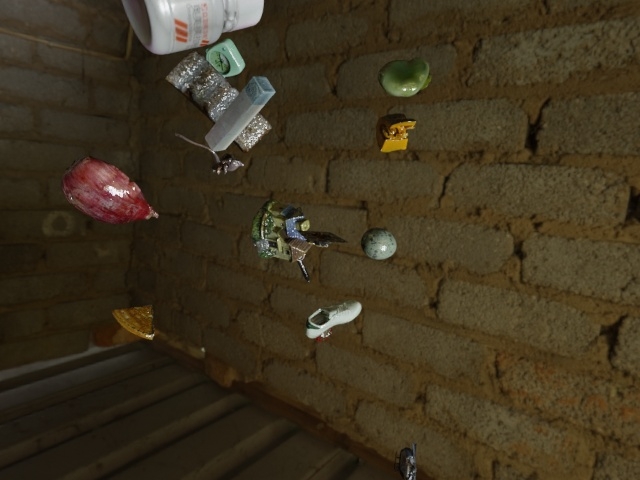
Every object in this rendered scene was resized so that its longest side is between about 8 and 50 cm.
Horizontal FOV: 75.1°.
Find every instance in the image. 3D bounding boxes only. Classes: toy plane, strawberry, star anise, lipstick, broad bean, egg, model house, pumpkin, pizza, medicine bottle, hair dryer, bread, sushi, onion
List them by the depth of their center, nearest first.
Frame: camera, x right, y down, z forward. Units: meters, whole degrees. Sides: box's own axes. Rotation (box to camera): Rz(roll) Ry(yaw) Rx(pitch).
[{"bbox_3d":[-0.342,-0.658,1.113,0.325,0.256,0.256,-27,-156,-28],"label":"medicine bottle"},{"bbox_3d":[-0.625,-0.117,1.242,0.283,0.120,0.227,34,146,-30],"label":"onion"},{"bbox_3d":[0.292,0.787,1.407,0.053,0.197,0.078,19,156,-25],"label":"toy plane"},{"bbox_3d":[-0.283,-0.428,1.431,0.317,0.066,0.068,-36,175,36],"label":"lipstick"},{"bbox_3d":[0.332,-0.638,1.639,0.228,0.169,0.100,-7,158,-10],"label":"broad bean"},{"bbox_3d":[-0.394,-0.540,1.646,0.416,0.165,0.113,42,179,-19],"label":"bread"},{"bbox_3d":[-0.730,0.303,1.658,0.185,0.036,0.176,33,-160,-17],"label":"pizza"},{"bbox_3d":[0.245,0.015,1.733,0.172,0.132,0.132,19,178,-40],"label":"egg"},{"bbox_3d":[-0.462,-0.389,1.764,0.219,0.227,0.148,-11,-138,15],"label":"star anise"},{"bbox_3d":[0.000,0.000,1.853,0.193,0.040,0.210,3,-167,-21],"label":"sushi"},{"bbox_3d":[0.370,-0.522,2.067,0.139,0.190,0.280,-6,-156,-4],"label":"pumpkin"},{"bbox_3d":[-0.190,-0.034,2.272,0.266,0.321,0.261,14,-140,26],"label":"model house"},{"bbox_3d":[-0.122,0.152,2.548,0.070,0.255,0.128,-29,-155,-19],"label":"hair dryer"},{"bbox_3d":[0.013,0.553,2.550,0.145,0.145,0.086,-2,-166,-36],"label":"strawberry"}]

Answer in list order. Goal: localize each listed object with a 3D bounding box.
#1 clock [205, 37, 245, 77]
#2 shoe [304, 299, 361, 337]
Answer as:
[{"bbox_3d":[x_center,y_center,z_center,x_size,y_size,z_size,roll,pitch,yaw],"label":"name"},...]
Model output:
[{"bbox_3d":[-0.487,-0.882,2.034,0.211,0.159,0.066,0,-131,30],"label":"clock"},{"bbox_3d":[0.071,0.404,2.320,0.363,0.160,0.131,-25,-122,-19],"label":"shoe"}]
